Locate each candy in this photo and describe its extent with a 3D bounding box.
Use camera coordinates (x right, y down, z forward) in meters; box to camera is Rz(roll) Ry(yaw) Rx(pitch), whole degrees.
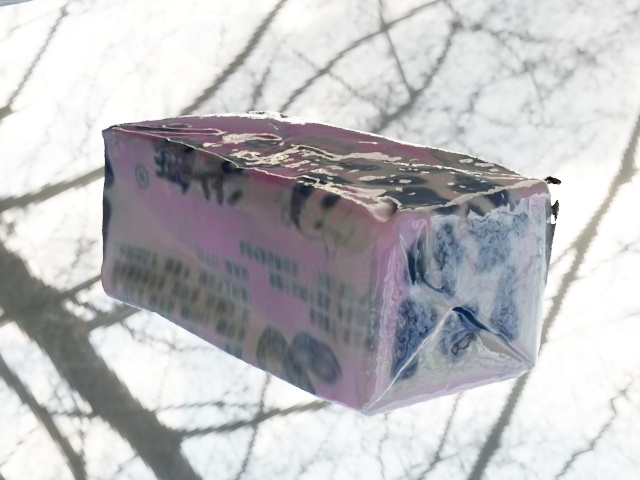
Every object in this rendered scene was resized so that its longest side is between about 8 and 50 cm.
[{"bbox_3d":[0.000,0.000,0.511,0.092,0.073,0.160,-7,-162,-40],"label":"candy"}]

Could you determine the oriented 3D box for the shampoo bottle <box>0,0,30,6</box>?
[{"bbox_3d":[-0.142,-0.248,0.553,0.273,0.273,0.266,-16,-137,14],"label":"shampoo bottle"}]
